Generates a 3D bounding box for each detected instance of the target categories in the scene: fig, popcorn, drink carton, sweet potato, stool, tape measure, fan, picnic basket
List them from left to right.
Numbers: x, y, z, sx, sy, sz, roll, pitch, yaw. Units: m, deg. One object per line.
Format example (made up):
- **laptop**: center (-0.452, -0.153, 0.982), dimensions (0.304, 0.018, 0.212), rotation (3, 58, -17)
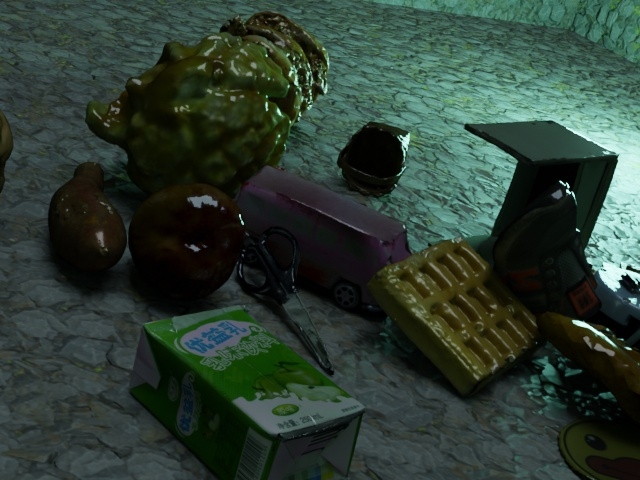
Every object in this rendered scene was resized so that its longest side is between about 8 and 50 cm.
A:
- **sweet potato**: center (-0.358, -0.042, 1.767), dimensions (0.109, 0.109, 0.385), rotation (7, 18, -20)
- **fig**: center (-0.221, -0.012, 1.732), dimensions (0.145, 0.170, 0.274), rotation (21, 0, -32)
- **popcorn**: center (-0.205, -0.190, 1.964), dimensions (0.274, 0.335, 0.279), rotation (3, 47, -53)
- **drink carton**: center (-0.084, 0.189, 1.398), dimensions (0.161, 0.108, 0.271), rotation (-8, 33, -44)
- **picnic basket**: center (0.100, -0.152, 2.259), dimensions (0.128, 0.138, 0.178), rotation (20, 22, 14)
- **stool**: center (0.366, -0.072, 2.117), dimensions (0.269, 0.244, 0.170), rotation (-6, 31, -43)
- **tape measure**: center (0.530, 0.118, 1.970), dimensions (0.181, 0.107, 0.182), rotation (12, 25, -26)
- **fan**: center (0.430, 0.321, 1.560), dimensions (0.229, 0.011, 0.335), rotation (15, 21, -2)

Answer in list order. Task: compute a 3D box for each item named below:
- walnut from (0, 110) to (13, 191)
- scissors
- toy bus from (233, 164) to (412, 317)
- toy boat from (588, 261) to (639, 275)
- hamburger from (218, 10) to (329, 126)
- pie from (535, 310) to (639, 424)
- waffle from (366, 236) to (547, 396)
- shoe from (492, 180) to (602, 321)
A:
- **walnut**: center (-0.571, -0.131, 1.673), dimensions (0.257, 0.225, 0.257), rotation (14, -17, 4)
- **scissors**: center (-0.042, 0.091, 1.709), dimensions (0.022, 0.109, 0.300), rotation (41, 12, -44)
- **toy bus**: center (0.000, 0.000, 1.850), dimensions (0.302, 0.147, 0.127), rotation (23, 29, 19)
- **toy boat**: center (0.546, 0.076, 2.118), dimensions (0.206, 0.072, 0.064), rotation (19, 21, 4)
- **hamburger**: center (-0.124, -0.354, 2.445), dimensions (0.245, 0.261, 0.211), rotation (-8, 28, 28)
- **pie**: center (0.434, 0.187, 1.728), dimensions (0.273, 0.069, 0.273), rotation (38, 11, -9)
- **waffle**: center (0.209, 0.108, 1.753), dimensions (0.221, 0.055, 0.247), rotation (48, 35, 16)
- **shoe**: center (0.365, 0.050, 1.832), dimensions (0.132, 0.336, 0.171), rotation (-39, 68, -19)
